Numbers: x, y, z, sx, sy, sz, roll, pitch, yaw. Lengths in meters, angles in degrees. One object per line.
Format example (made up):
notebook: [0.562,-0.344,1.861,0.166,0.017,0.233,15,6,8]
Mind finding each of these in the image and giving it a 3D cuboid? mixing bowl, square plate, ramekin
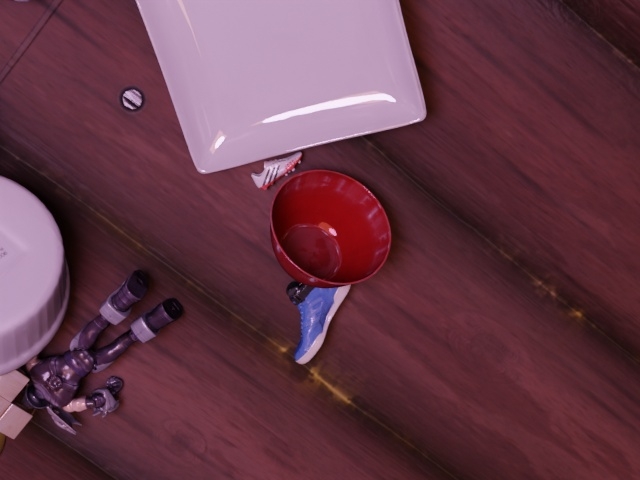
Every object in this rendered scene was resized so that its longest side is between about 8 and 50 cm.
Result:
mixing bowl: [0.000,0.000,1.291,0.181,0.098,0.181,10,60,-18]
square plate: [-0.059,-0.289,1.229,0.347,0.049,0.344,-13,115,10]
ramekin: [-0.477,0.039,1.208,0.277,0.135,0.277,8,62,-15]

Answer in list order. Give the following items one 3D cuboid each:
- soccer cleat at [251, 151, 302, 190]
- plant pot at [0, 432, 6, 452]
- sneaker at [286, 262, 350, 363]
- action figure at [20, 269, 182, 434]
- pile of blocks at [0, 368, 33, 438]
soccer cleat: [-0.064,-0.108,1.319,0.083,0.029,0.035,-37,105,10]
plant pot: [-0.558,0.310,1.357,0.134,0.095,0.134,-1,102,-3]
sneaker: [-0.024,0.106,1.350,0.084,0.058,0.152,27,96,-13]
action figure: [-0.345,0.169,1.339,0.285,0.099,0.185,-38,108,10]
pile of blocks: [-0.547,0.132,1.302,0.362,0.149,0.113,38,79,-1]
